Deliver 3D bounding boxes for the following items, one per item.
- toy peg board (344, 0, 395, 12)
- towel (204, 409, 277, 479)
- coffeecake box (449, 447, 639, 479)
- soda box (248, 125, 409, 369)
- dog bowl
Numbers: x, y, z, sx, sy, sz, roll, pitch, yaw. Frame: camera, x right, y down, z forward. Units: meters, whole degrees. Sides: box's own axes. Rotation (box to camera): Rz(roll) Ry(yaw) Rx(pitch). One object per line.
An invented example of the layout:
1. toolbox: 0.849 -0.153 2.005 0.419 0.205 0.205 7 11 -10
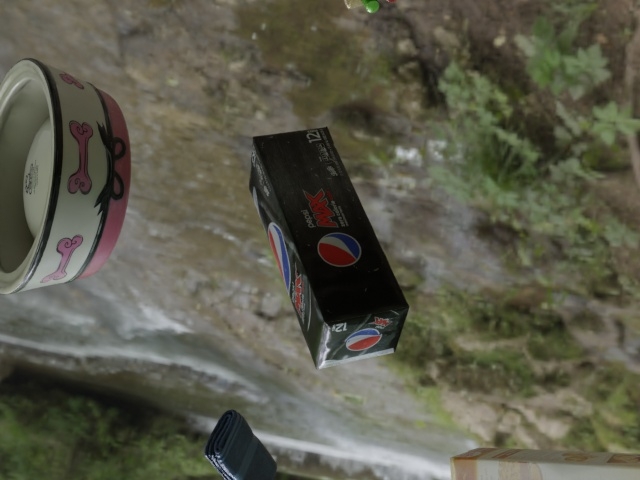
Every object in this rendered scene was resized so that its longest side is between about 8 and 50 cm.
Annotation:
1. toy peg board: 0.106 -0.420 1.266 0.161 0.079 0.161 -18 134 -1
2. towel: -0.093 0.256 1.017 0.029 0.067 0.119 -1 135 31
3. coffeecake box: 0.215 0.262 0.765 0.185 0.142 0.068 -7 174 35
4. soda box: 0.000 0.000 0.587 0.060 0.169 0.053 -10 141 -16
5. dog bowl: -0.471 -0.105 1.523 0.150 0.408 0.408 5 171 -37
